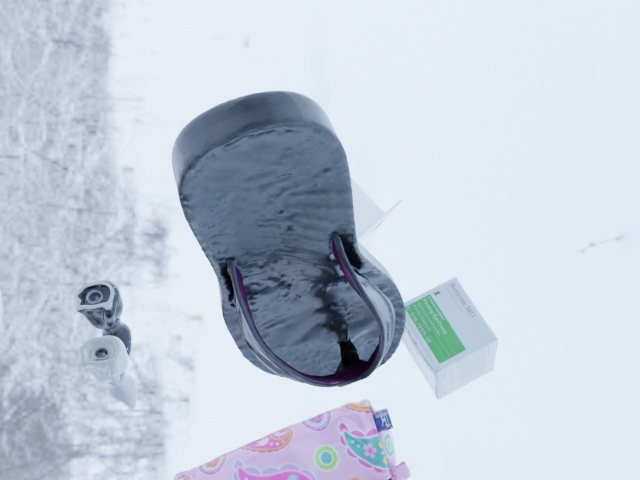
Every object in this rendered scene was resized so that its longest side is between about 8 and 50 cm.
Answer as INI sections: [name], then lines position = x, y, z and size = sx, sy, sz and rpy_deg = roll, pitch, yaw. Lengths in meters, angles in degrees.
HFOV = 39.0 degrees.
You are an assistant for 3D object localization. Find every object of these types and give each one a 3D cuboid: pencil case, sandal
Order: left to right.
[pencil case]
position = -0.037, 0.295, 1.115
size = 0.124, 0.284, 0.124
rpy_deg = 159, 90, -89
[sandal]
position = -0.016, 0.052, 0.797
size = 0.446, 0.167, 0.107
rpy_deg = 64, -175, -57

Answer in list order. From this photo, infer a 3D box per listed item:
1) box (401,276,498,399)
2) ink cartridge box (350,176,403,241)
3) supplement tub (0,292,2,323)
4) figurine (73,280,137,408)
[box]
position = 0.157, 0.122, 1.122
size = 0.101, 0.087, 0.102
rpy_deg = 59, 170, 29
[ink cartridge box]
position = 0.000, 0.000, 0.997
size = 0.061, 0.181, 0.104
rpy_deg = 47, 143, 5
[supplement tub]
position = -0.667, 0.108, 1.424
size = 0.191, 0.272, 0.191
rpy_deg = -5, 80, 33
[figurine]
position = -0.429, 0.225, 1.876
size = 0.209, 0.092, 0.215
rpy_deg = 78, 177, -55
